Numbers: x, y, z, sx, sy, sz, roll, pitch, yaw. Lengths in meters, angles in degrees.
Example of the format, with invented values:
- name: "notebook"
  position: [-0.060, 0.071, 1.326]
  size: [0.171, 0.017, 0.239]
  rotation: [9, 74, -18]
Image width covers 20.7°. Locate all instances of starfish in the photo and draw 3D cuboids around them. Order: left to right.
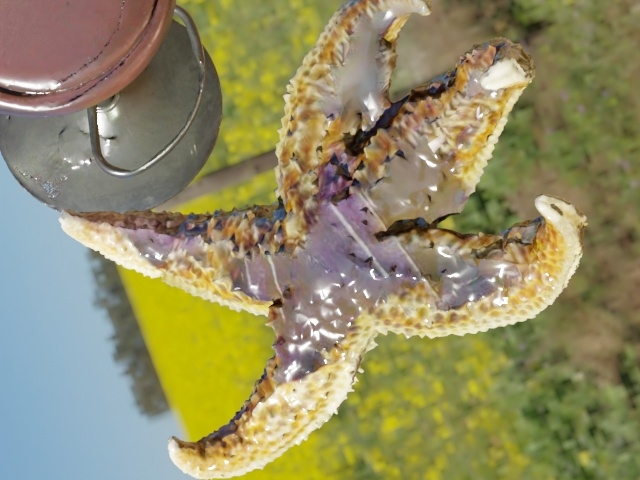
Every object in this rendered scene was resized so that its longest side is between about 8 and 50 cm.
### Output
- name: "starfish"
  position: [0.001, 0.001, 0.759]
  size: [0.216, 0.238, 0.071]
  rotation: [26, -171, 22]

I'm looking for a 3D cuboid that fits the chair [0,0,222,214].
- name: "chair"
  position: [-0.218, -0.171, 1.493]
  size: [0.401, 0.226, 0.227]
  rotation: [72, 176, -76]
